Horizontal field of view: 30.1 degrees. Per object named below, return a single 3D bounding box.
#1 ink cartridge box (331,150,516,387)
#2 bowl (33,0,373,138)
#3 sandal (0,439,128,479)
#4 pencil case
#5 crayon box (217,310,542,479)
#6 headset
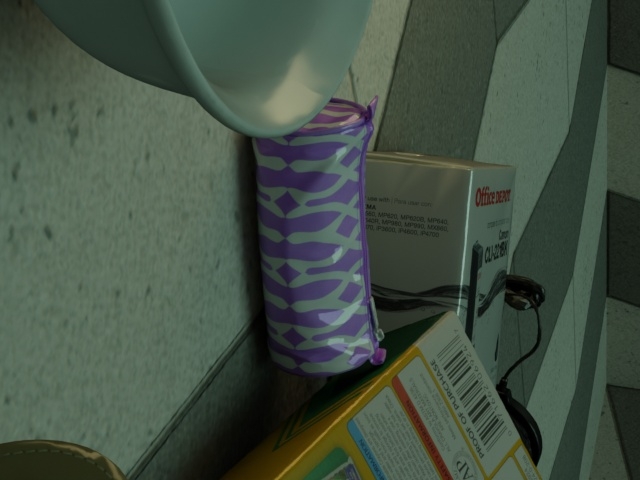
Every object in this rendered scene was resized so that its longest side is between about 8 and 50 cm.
[{"bbox_3d":[0.096,0.058,1.090,0.197,0.114,0.273,-11,106,-69],"label":"ink cartridge box"},{"bbox_3d":[-0.069,-0.196,0.506,0.298,0.134,0.298,6,90,-70],"label":"bowl"},{"bbox_3d":[-0.170,0.171,0.460,0.240,0.088,0.079,-45,169,-51],"label":"sandal"},{"bbox_3d":[0.000,0.000,0.837,0.086,0.088,0.206,-57,146,-57],"label":"pencil case"},{"bbox_3d":[0.042,0.210,0.844,0.323,0.083,0.203,-35,99,-52],"label":"crayon box"},{"bbox_3d":[0.144,0.220,1.315,0.394,0.185,0.243,-69,163,3],"label":"headset"}]
